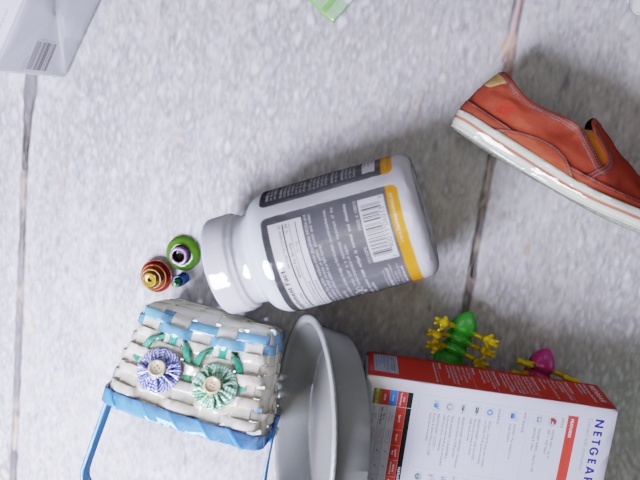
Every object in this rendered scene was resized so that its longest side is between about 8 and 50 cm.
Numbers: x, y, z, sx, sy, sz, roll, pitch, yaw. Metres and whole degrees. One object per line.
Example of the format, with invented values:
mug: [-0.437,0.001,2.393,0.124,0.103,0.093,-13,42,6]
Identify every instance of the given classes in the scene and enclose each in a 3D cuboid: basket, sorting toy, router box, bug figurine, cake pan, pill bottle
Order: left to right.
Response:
sorting toy: [-0.217,0.041,0.988,0.102,0.042,0.061,-41,92,13]
basket: [-0.179,0.233,0.936,0.254,0.201,0.289,12,92,6]
cake pan: [-0.003,0.242,0.884,0.054,0.293,0.293,4,102,-15]
pill bottle: [0.000,0.000,0.887,0.278,0.162,0.162,-15,98,12]
router box: [0.182,0.331,0.873,0.301,0.082,0.335,9,100,2]
bug figurine: [0.213,0.219,0.935,0.279,0.072,0.216,25,101,2]

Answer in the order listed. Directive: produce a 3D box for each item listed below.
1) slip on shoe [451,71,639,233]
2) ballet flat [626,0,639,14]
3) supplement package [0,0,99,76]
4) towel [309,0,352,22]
slip on shoe: [0.324,-0.097,0.844,0.331,0.123,0.101,33,100,7]
ballet flat: [0.425,-0.269,0.807,0.096,0.095,0.280,-27,95,25]
supplement package: [-0.457,-0.361,0.882,0.293,0.177,0.175,32,104,3]
towel: [0.027,-0.374,0.887,0.113,0.023,0.152,44,106,1]
